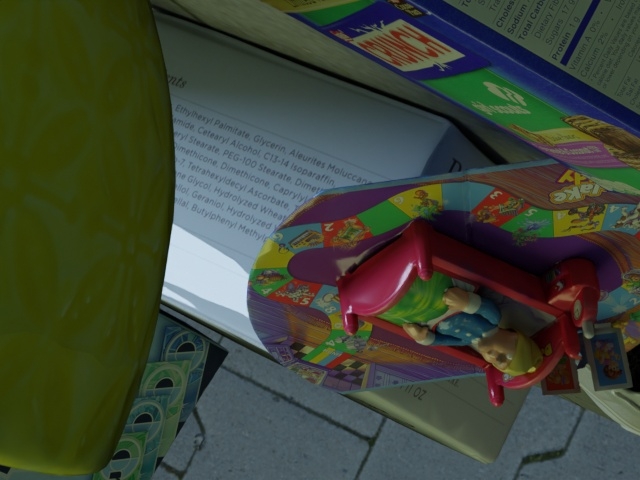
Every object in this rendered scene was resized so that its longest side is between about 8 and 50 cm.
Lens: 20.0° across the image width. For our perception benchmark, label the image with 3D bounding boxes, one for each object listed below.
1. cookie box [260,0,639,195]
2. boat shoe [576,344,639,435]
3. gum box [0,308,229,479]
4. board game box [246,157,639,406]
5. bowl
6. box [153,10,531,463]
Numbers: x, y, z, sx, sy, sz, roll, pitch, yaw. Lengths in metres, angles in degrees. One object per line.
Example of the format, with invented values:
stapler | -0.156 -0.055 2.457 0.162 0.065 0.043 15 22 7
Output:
cookie box | 0.049 -0.049 0.417 0.107 0.040 0.092 28 177 -15
boat shoe | 0.191 0.073 1.063 0.184 0.066 0.063 40 171 -30
gum box | -0.150 0.077 0.819 0.184 0.157 0.041 32 178 -43
board game box | 0.058 0.027 0.659 0.168 0.033 0.133 -8 144 1
bowl | -0.142 -0.081 0.396 0.289 0.156 0.289 26 176 2
box | 0.000 0.000 0.837 0.182 0.119 0.181 23 175 34
